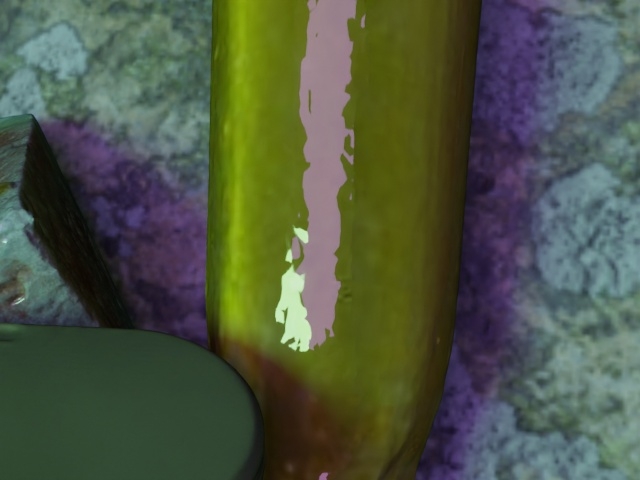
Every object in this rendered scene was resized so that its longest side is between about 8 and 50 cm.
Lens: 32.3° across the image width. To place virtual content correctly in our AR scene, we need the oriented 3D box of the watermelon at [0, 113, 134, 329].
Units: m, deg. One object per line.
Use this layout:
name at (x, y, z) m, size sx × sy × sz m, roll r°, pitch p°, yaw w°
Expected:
watermelon at (-0.234, 0.037, 0.611) m, size 0.213 × 0.201 × 0.261 m, roll -27°, pitch 70°, yaw -2°

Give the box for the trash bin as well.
trash bin at (-0.161, 0.167, 0.530) m, size 0.243 × 0.247 × 0.121 m, roll 4°, pitch 36°, yaw -10°

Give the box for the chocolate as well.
chocolate at (0.000, 0.000, 0.608) m, size 0.162 × 0.162 × 0.445 m, roll 3°, pitch 85°, yaw 11°
